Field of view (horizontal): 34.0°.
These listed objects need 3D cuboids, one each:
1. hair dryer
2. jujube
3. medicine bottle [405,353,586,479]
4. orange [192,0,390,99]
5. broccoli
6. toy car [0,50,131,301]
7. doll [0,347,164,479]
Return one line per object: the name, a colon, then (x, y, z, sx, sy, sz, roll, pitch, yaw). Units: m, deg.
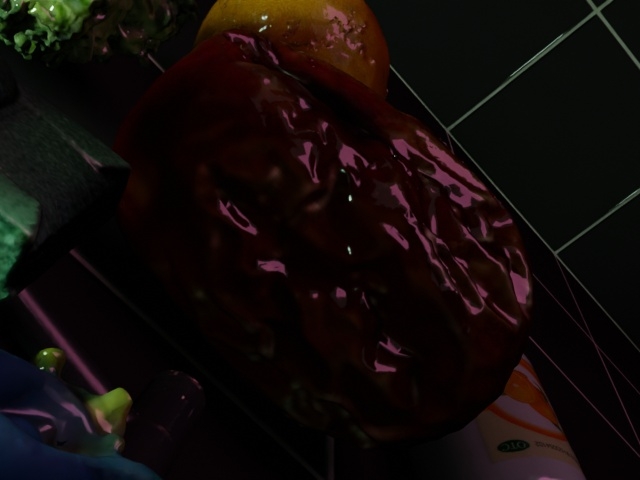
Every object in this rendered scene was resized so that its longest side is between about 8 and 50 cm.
hair dryer: (-0.167, 0.083, 0.649, 0.195, 0.050, 0.173, 45, 16, -7)
jujube: (0.001, 0.000, 0.888, 0.377, 0.276, 0.276, 49, 17, -4)
medicine bottle: (0.170, 0.222, 1.035, 0.158, 0.158, 0.318, 40, 20, -33)
orange: (-0.036, -0.208, 1.261, 0.240, 0.240, 0.240, 46, 17, -19)
broccoli: (-0.226, -0.290, 0.917, 0.248, 0.245, 0.288, 46, 10, 13)
toy car: (-0.236, -0.102, 0.480, 0.321, 0.097, 0.141, 37, 20, -3)
doll: (-0.187, 0.083, 0.453, 0.341, 0.099, 0.346, 26, 32, -37)
